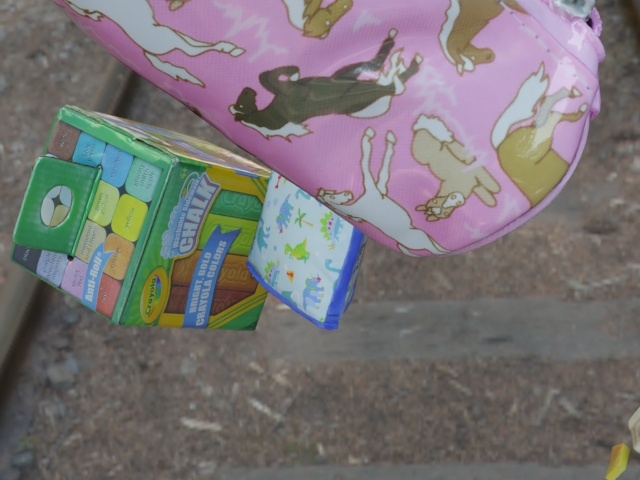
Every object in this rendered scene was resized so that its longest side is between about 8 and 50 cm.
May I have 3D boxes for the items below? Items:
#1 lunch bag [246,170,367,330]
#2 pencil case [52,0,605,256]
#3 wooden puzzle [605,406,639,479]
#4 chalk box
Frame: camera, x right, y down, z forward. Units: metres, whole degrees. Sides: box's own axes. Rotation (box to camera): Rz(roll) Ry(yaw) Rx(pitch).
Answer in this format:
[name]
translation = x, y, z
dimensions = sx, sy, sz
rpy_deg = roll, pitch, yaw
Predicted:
[lunch bag]
translation = 0.000, 0.000, 1.133
dimensions = 0.096, 0.129, 0.151
rpy_deg = 8, 18, -22
[pencil case]
translation = -0.043, -0.148, 0.519
dimensions = 0.167, 0.386, 0.160
rpy_deg = -54, 25, 2
[wooden puzzle]
translation = 0.244, 0.119, 0.823
dimensions = 0.014, 0.116, 0.078
rpy_deg = 37, 17, 5
[chalk box]
translation = -0.186, -0.021, 1.210
dimensions = 0.179, 0.180, 0.289
rpy_deg = 26, 10, 32
